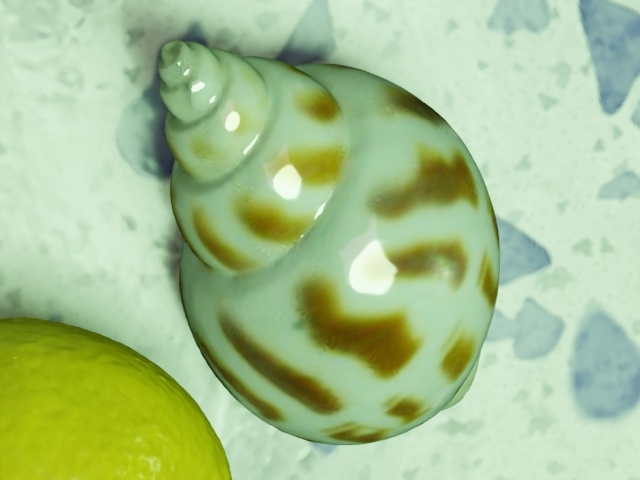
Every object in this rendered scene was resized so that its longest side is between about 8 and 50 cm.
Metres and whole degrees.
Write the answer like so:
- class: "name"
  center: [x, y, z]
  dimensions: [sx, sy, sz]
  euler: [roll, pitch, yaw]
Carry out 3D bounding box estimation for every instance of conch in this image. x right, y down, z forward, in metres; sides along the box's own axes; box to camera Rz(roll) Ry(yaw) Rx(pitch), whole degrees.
- class: "conch"
  center: [0.000, 0.000, 0.962]
  dimensions: [0.183, 0.149, 0.275]
  euler: [-36, 105, 2]

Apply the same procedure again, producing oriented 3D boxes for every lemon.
- class: "lemon"
  center: [-0.149, 0.135, 0.947]
  dimensions: [0.244, 0.187, 0.187]
  euler: [14, 99, -19]
